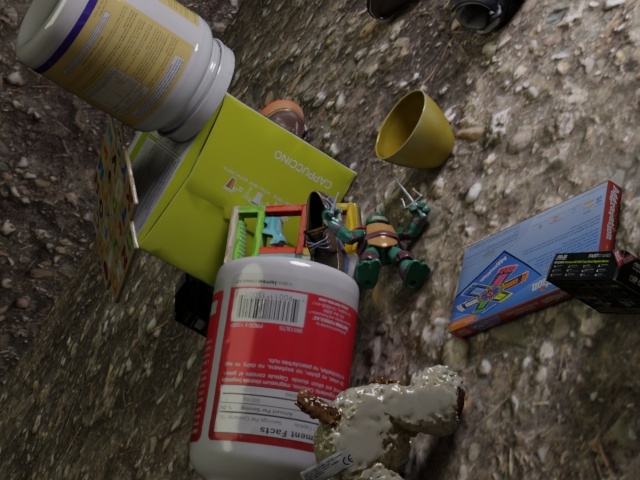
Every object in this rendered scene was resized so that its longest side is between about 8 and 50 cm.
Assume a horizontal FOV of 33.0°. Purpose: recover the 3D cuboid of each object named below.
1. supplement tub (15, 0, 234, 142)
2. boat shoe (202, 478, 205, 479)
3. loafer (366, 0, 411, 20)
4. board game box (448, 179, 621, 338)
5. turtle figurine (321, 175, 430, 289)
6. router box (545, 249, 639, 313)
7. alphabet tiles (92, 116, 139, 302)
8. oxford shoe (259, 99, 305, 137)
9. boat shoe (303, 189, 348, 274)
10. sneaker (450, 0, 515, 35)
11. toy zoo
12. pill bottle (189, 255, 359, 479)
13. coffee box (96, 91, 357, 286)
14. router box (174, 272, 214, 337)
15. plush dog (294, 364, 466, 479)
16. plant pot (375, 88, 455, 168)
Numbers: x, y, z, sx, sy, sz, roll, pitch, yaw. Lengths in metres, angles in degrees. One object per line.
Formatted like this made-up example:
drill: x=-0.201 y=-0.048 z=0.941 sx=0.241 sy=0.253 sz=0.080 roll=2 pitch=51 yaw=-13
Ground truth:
supplement tub: x=-0.344 y=-0.342 z=1.932 sx=0.241 sy=0.331 sz=0.241 roll=-37 pitch=36 yaw=34
boat shoe: x=-0.156 y=0.412 z=1.873 sx=0.070 sy=0.078 sz=0.219 roll=-30 pitch=10 yaw=-19
loafer: x=0.175 y=-0.538 z=2.279 sx=0.220 sy=0.080 sz=0.078 roll=-42 pitch=28 yaw=37
board game box: x=0.281 y=0.031 z=1.444 sx=0.281 sy=0.027 sz=0.145 roll=-30 pitch=36 yaw=51
turtle figurine: x=0.101 y=-0.008 z=1.770 sx=0.175 sy=0.118 sz=0.234 roll=-14 pitch=34 yaw=2
router box: x=0.332 y=0.048 z=1.230 sx=0.122 sy=0.092 sz=0.038 roll=-4 pitch=59 yaw=63
alphabet tiles: x=-0.394 y=-0.055 z=2.060 sx=0.342 sy=0.011 sz=0.285 roll=123 pitch=137 yaw=-55
oxford shoe: x=-0.170 y=-0.165 z=2.512 sx=0.364 sy=0.130 sz=0.133 roll=-48 pitch=32 yaw=28
boat shoe: x=0.000 y=0.000 z=1.856 sx=0.066 sy=0.066 sz=0.183 roll=-18 pitch=65 yaw=17
sneaker: x=0.277 y=-0.455 z=1.933 sx=0.153 sy=0.101 sz=0.268 roll=-58 pitch=25 yaw=0
toy zoo: x=-0.036 y=0.029 z=1.919 sx=0.293 sy=0.030 sz=0.192 roll=-1 pitch=72 yaw=24
pill bottle: x=-0.073 y=0.246 z=1.633 sx=0.229 sy=0.229 sz=0.408 roll=-21 pitch=58 yaw=57
coffee box: x=-0.195 y=-0.103 z=2.175 sx=0.338 sy=0.337 sz=0.334 roll=-59 pitch=29 yaw=2
router box: x=-0.237 y=0.144 z=2.245 sx=0.046 sy=0.133 sz=0.179 roll=-54 pitch=17 yaw=14
plush dog: x=0.056 y=0.278 z=1.459 sx=0.225 sy=0.210 sz=0.262 roll=103 pitch=-171 yaw=-71
plant pot: x=0.171 y=-0.175 z=1.833 sx=0.134 sy=0.095 sz=0.134 roll=-46 pitch=27 yaw=32
